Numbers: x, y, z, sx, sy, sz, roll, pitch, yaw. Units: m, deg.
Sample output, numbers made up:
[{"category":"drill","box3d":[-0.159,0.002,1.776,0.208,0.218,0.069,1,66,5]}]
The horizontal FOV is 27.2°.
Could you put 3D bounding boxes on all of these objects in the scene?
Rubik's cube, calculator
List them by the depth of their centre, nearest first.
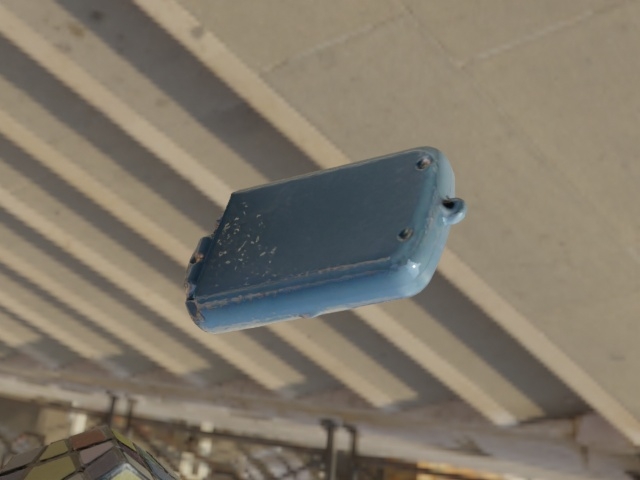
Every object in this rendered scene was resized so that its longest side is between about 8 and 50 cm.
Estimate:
[{"category":"Rubik's cube","box3d":[-0.088,0.129,0.515,0.111,0.093,0.111,-7,133,-8]},{"category":"calculator","box3d":[0.000,0.000,0.864,0.210,0.121,0.039,-13,132,28]}]
